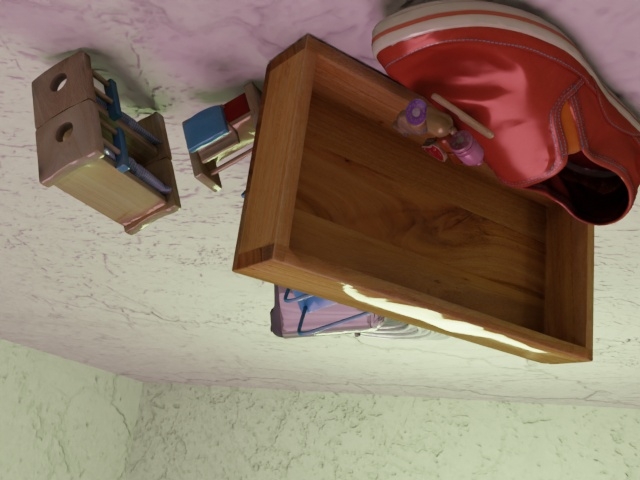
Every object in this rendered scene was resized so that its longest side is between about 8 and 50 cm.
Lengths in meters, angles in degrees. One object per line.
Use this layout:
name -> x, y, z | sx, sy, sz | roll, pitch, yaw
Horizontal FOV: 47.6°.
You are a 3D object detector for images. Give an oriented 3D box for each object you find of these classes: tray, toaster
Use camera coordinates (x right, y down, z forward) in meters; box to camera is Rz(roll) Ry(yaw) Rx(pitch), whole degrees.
tray -> 0.119, -0.016, 0.722 | 0.411, 0.203, 0.076 | 20, 158, -33
toaster -> 0.013, 0.015, 0.900 | 0.146, 0.227, 0.129 | 1, -159, 6

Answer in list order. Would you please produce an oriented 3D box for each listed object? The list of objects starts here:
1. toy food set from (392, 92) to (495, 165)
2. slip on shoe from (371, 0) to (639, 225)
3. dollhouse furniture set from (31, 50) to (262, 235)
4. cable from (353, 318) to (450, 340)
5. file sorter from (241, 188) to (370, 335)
toy food set -> 0.098, -0.083, 0.598 | 0.078, 0.019, 0.122 | 34, 175, -2
slip on shoe -> 0.177, -0.101, 0.622 | 0.331, 0.101, 0.123 | 23, 156, -36
dollhouse furniture set -> -0.156, -0.119, 0.695 | 0.183, 0.129, 0.129 | -26, 150, 15
cable -> 0.111, 0.114, 1.264 | 0.257, 0.089, 0.257 | 15, 159, -22
file sorter -> 0.000, 0.000, 0.776 | 0.118, 0.170, 0.104 | -20, -168, 9
